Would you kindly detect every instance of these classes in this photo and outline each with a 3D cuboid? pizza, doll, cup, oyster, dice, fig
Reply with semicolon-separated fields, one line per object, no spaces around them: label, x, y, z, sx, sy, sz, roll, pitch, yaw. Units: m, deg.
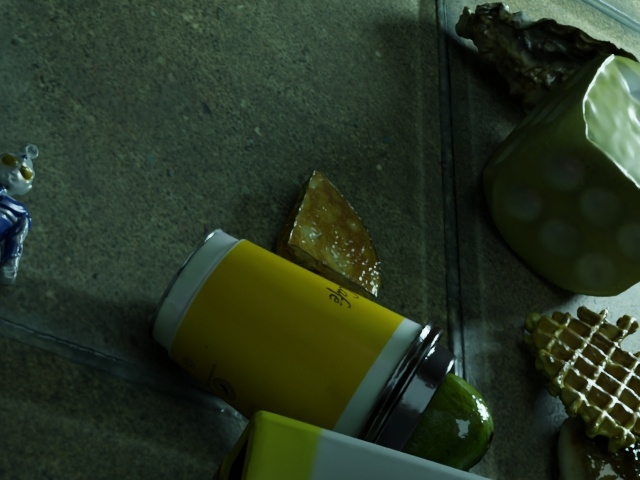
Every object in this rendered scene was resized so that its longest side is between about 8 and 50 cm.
pizza;0.000;0.000;1.451;0.134;0.046;0.175;3;59;-39
doll;-0.325;-0.018;1.196;0.114;0.057;0.227;29;48;-14
cup;-0.017;0.114;1.236;0.280;0.196;0.196;32;42;9
oyster;0.346;-0.224;1.814;0.355;0.201;0.107;29;76;17
dice;0.373;-0.084;1.682;0.238;0.227;0.233;44;43;-4
fig;0.110;0.186;1.357;0.123;0.123;0.156;-19;61;-45

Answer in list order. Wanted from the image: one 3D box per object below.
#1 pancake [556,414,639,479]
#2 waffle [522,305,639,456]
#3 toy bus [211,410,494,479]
pancake;0.396;0.299;1.520;0.282;0.049;0.282;17;38;-14
waffle;0.367;0.174;1.569;0.229;0.051;0.231;11;40;-23
toy bus;0.105;0.325;1.103;0.440;0.249;0.209;19;49;-9
